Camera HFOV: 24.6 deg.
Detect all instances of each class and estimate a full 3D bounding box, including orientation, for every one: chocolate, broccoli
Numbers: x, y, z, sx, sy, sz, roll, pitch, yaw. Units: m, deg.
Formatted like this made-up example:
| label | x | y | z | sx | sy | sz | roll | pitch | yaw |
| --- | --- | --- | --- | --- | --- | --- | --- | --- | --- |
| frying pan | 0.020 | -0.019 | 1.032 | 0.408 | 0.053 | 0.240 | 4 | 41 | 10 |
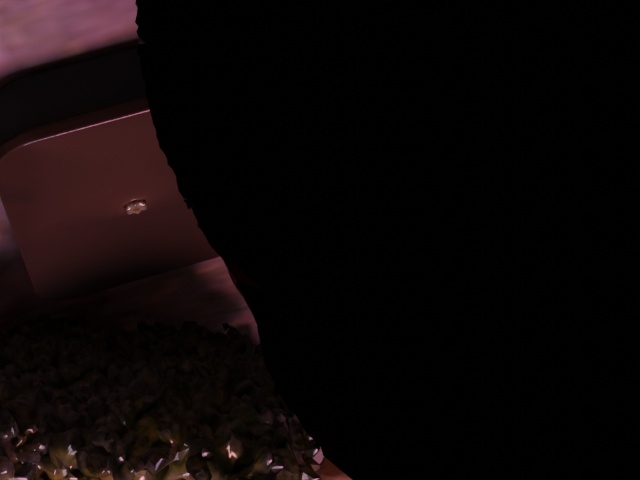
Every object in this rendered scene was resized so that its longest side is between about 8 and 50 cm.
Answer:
| label | x | y | z | sx | sy | sz | roll | pitch | yaw |
| --- | --- | --- | --- | --- | --- | --- | --- | --- | --- |
| chocolate | 0.110 | -0.053 | 0.388 | 0.283 | 0.283 | 0.186 | -36 | 167 | 30 |
| broccoli | -0.090 | 0.212 | 0.647 | 0.221 | 0.361 | 0.252 | -5 | -170 | -42 |

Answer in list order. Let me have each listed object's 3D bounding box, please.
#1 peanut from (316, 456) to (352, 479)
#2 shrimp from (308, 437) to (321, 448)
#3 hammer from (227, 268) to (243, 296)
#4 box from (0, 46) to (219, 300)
| label | x | y | z | sx | sy | sz | roll | pitch | yaw |
| --- | --- | --- | --- | --- | --- | --- | --- | --- | --- |
| peanut | 0.083 | 0.141 | 0.942 | 0.187 | 0.082 | 0.082 | -4 | 151 | -33 |
| shrimp | 0.002 | 0.090 | 0.820 | 0.148 | 0.035 | 0.195 | -11 | 158 | -17 |
| hammer | 0.000 | 0.000 | 0.628 | 0.083 | 0.043 | 0.043 | -27 | 155 | 13 |
| box | -0.071 | -0.024 | 0.536 | 0.091 | 0.031 | 0.126 | -17 | 156 | -8 |
